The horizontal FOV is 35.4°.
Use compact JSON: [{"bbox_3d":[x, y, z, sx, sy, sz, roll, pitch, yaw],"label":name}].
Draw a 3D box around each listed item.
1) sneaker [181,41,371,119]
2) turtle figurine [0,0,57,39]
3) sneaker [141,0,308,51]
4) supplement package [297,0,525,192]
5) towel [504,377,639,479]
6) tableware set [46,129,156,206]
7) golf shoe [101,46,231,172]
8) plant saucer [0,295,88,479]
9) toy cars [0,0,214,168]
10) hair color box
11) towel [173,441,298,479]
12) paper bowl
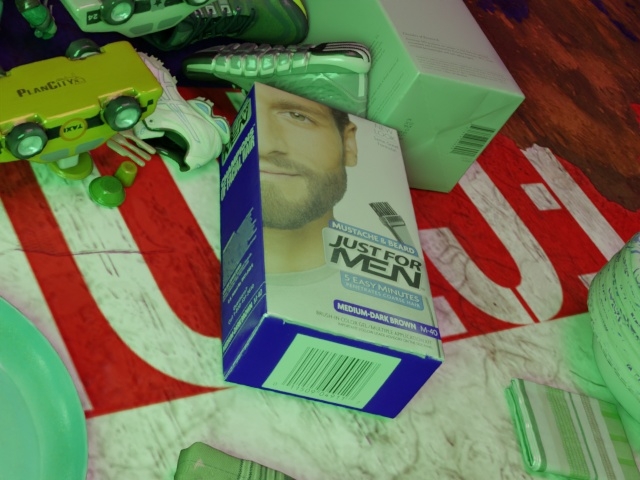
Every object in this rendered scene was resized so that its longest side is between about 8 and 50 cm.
[{"bbox_3d":[-0.052,-0.161,1.176,0.228,0.132,0.086,3,23,16],"label":"sneaker"},{"bbox_3d":[-0.356,-0.266,1.039,0.175,0.118,0.234,24,44,-15],"label":"turtle figurine"},{"bbox_3d":[-0.155,-0.278,1.224,0.299,0.111,0.121,9,54,-22],"label":"sneaker"},{"bbox_3d":[0.092,-0.232,1.282,0.175,0.177,0.293,5,47,-34],"label":"supplement package"},{"bbox_3d":[0.271,0.211,1.074,0.152,0.023,0.113,18,43,-25],"label":"towel"},{"bbox_3d":[-0.250,-0.098,1.007,0.154,0.024,0.104,34,44,-5],"label":"tableware set"},{"bbox_3d":[-0.183,-0.140,1.070,0.176,0.069,0.086,34,45,2],"label":"golf shoe"},{"bbox_3d":[-0.319,0.135,0.686,0.317,0.044,0.318,21,40,-19],"label":"plant saucer"},{"bbox_3d":[-0.221,-0.189,1.007,0.176,0.087,0.394,18,48,2],"label":"toy cars"},{"bbox_3d":[0.000,0.000,1.022,0.185,0.110,0.339,16,39,-22],"label":"hair color box"},{"bbox_3d":[0.010,0.328,0.732,0.312,0.056,0.324,22,41,-12],"label":"towel"},{"bbox_3d":[0.439,0.129,1.181,0.284,0.148,0.284,21,39,-18],"label":"paper bowl"}]
